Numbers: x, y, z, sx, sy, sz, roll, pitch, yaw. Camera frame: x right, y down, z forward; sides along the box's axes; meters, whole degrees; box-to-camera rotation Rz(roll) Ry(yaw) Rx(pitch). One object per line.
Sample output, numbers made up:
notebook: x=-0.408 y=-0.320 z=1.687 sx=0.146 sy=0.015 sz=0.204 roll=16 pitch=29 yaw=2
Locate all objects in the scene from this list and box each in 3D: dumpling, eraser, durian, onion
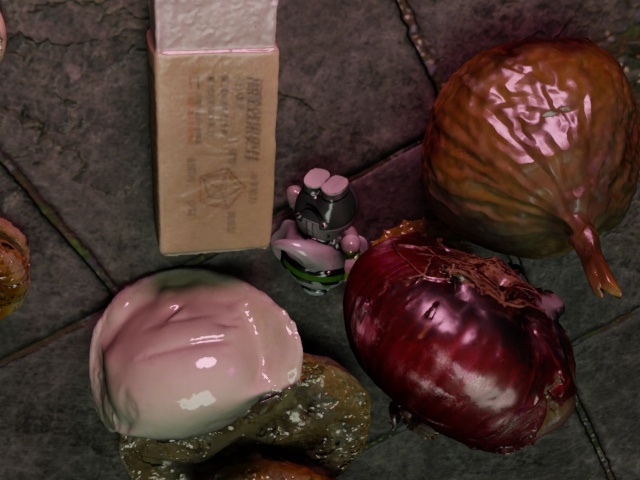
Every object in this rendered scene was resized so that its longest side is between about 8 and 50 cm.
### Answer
dumpling: x=-0.171 y=0.144 z=1.332 sx=0.243 sy=0.226 sz=0.175 roll=-6 pitch=161 yaw=-23
eraser: x=-0.128 y=-0.141 z=1.194 sx=0.144 sy=0.078 sz=0.343 roll=-5 pitch=126 yaw=-14
durian: x=0.135 y=0.057 z=1.410 sx=0.183 sy=0.165 sz=0.132 roll=17 pitch=159 yaw=6
onion: x=0.158 y=0.124 z=1.200 sx=0.314 sy=0.314 sz=0.232 roll=20 pitch=114 yaw=-28

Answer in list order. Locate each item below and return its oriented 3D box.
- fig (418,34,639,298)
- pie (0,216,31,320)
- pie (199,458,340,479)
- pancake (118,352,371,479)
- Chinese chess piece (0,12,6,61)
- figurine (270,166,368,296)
fig: x=0.285 y=-0.059 z=1.202 sx=0.286 sy=0.368 sz=0.286 roll=-11 pitch=135 yaw=-12
pie: x=-0.443 y=0.032 z=1.234 sx=0.194 sy=0.079 sz=0.163 roll=26 pitch=119 yaw=-30
pie: x=-0.091 y=0.436 z=1.548 sx=0.308 sy=0.085 sz=0.308 roll=-9 pitch=133 yaw=-10
pancake: x=-0.111 y=0.285 z=1.519 sx=0.387 sy=0.082 sz=0.386 roll=-6 pitch=131 yaw=-7
Chinese chess piece: x=-0.395 y=-0.217 z=1.074 sx=0.122 sy=0.051 sz=0.122 roll=-10 pitch=128 yaw=-12
figurine: x=0.000 y=0.000 z=1.320 sx=0.147 sy=0.126 sz=0.192 roll=17 pitch=135 yaw=14
